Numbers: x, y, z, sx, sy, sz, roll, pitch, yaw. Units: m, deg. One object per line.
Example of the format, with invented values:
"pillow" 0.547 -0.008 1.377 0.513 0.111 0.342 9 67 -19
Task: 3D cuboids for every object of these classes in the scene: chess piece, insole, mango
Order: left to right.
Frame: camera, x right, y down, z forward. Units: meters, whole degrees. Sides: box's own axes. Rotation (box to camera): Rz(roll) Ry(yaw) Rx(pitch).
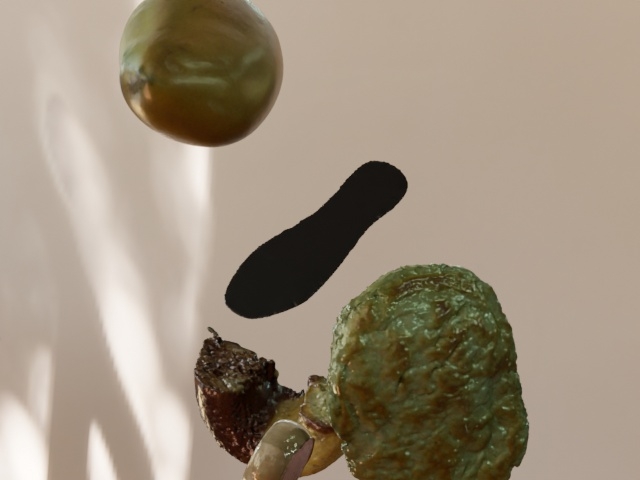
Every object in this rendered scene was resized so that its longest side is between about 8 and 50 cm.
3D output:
"mango" -0.152 -0.214 1.863 0.211 0.173 0.317 30 25 -7
"chess piece" -0.040 0.208 1.407 0.038 0.083 0.084 31 12 14
"insole" 0.000 0.000 1.599 0.086 0.253 0.005 38 -25 24

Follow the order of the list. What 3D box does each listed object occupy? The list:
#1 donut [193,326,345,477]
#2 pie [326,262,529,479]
"donut" -0.047 0.202 1.689 0.217 0.141 0.085 14 37 18
"pie" 0.095 0.144 1.463 0.201 0.248 0.090 -16 15 -16
